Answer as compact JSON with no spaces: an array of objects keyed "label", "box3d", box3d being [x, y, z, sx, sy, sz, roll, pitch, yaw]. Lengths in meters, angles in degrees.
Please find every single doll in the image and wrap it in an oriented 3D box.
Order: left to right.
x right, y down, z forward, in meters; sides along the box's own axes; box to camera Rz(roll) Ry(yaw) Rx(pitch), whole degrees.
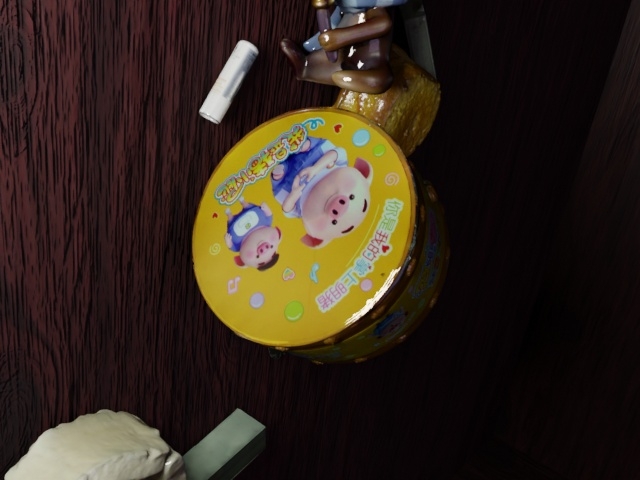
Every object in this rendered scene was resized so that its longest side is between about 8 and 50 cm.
[{"label":"doll","box3d":[0.048,-0.415,1.311,0.318,0.209,0.339,-77,179,-63]}]

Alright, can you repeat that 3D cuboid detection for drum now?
[{"label":"drum","box3d":[0.000,0.000,1.315,0.431,0.431,0.214,-62,150,-3]}]

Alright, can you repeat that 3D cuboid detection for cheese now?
[{"label":"cheese","box3d":[-0.383,0.451,1.320,0.332,0.153,0.292,-9,121,-56]}]

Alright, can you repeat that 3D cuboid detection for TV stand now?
[{"label":"TV stand","box3d":[-0.239,0.488,1.637,0.269,0.088,0.082,-35,141,-40]}]

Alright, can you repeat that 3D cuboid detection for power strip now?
[{"label":"power strip","box3d":[0.217,-0.414,1.654,0.272,0.052,0.078,64,15,-53]}]

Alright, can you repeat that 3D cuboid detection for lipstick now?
[{"label":"lipstick","box3d":[-0.149,-0.261,1.245,0.141,0.040,0.040,-61,150,-5]}]

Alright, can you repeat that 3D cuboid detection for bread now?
[{"label":"bread","box3d":[0.137,-0.273,1.580,0.268,0.146,0.268,-38,145,-33]}]

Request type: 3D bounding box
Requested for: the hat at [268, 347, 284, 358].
[{"label":"hat","box3d":[-0.067,0.232,1.745,0.121,0.050,0.121,-35,140,-35]}]
